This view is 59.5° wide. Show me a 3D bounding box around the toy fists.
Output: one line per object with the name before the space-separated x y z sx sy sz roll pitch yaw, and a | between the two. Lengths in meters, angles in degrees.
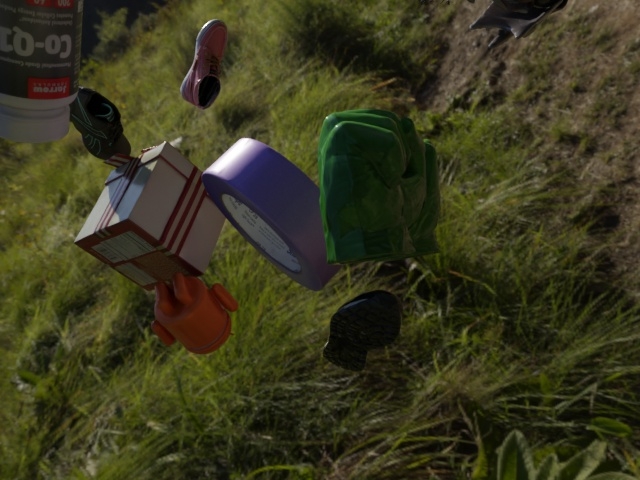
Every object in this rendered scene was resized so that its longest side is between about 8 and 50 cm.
toy fists | 0.071 -0.053 0.573 0.279 0.096 0.142 1 -101 -68

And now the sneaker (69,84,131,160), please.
sneaker | -0.524 -0.272 1.338 0.267 0.106 0.101 58 -138 -61

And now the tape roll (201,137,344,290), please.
tape roll | -0.072 -0.039 0.946 0.090 0.275 0.275 -46 3 -14

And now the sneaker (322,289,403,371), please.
sneaker | 0.076 0.126 0.986 0.283 0.107 0.124 117 178 -59

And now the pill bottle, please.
pill bottle | -0.485 -0.317 0.932 0.161 0.161 0.283 -94 19 -58

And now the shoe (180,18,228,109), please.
shoe | -0.222 -0.354 1.136 0.081 0.064 0.178 39 108 44

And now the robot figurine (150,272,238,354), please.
robot figurine | -0.275 0.166 1.230 0.158 0.128 0.219 -56 -40 -26

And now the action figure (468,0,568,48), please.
action figure | 0.140 -0.247 0.339 0.285 0.099 0.185 79 -146 -56

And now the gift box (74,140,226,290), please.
gift box | -0.394 -0.062 1.307 0.276 0.255 0.258 -11 48 34

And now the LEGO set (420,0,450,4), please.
LEGO set | 0.217 -0.442 0.997 0.023 0.083 0.054 78 170 -56
